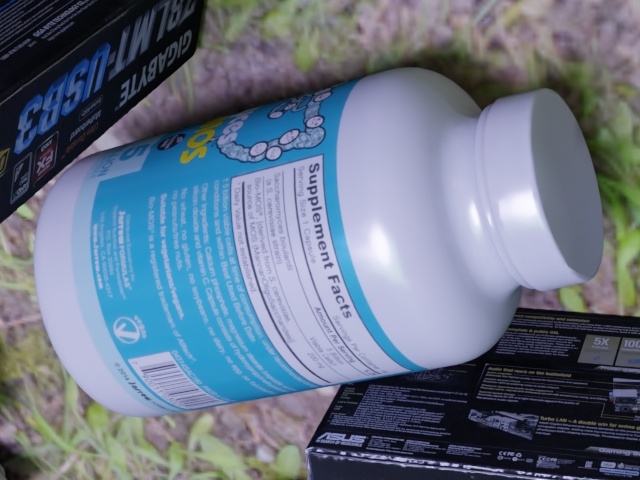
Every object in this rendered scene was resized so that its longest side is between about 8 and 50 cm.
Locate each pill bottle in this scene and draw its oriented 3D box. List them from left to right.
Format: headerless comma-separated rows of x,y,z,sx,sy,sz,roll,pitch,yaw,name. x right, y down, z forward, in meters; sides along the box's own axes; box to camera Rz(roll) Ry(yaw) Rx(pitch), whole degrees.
0.000,0.000,0.734,0.264,0.146,0.146,-13,114,27,pill bottle

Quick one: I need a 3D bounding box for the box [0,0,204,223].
-0.238,-0.110,0.672,0.293,0.295,0.073,18,122,10,box

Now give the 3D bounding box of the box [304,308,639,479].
0.101,0.104,0.755,0.180,0.147,0.077,3,120,19,box

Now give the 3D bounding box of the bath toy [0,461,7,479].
-0.286,0.112,0.933,0.129,0.151,0.348,33,135,46,bath toy
